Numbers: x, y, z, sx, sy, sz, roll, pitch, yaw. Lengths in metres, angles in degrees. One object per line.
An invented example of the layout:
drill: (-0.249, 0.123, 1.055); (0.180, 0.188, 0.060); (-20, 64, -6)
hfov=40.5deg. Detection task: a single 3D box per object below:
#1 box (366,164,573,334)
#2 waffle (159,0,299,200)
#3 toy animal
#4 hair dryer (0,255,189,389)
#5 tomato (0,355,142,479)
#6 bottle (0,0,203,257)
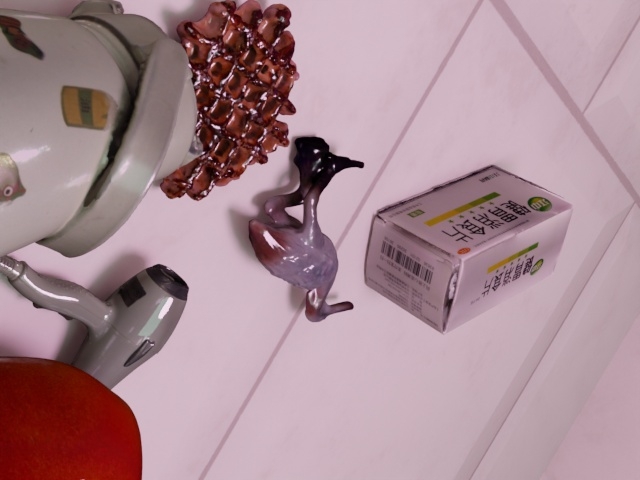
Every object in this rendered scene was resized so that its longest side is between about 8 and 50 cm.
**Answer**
box: (0.243, 0.007, 1.418); (0.333, 0.173, 0.145); (-22, 130, -39)
waffle: (-0.107, -0.162, 0.988); (0.221, 0.055, 0.234); (-33, 142, -33)
toy animal: (-0.015, 0.020, 1.193); (0.195, 0.090, 0.324); (-30, 134, -33)
hair dryer: (-0.298, 0.115, 0.966); (0.267, 0.092, 0.229); (12, 112, -38)
tomato: (-0.319, 0.262, 0.874); (0.298, 0.226, 0.299); (-11, 123, -18)
bottle: (-0.247, -0.092, 0.749); (0.351, 0.229, 0.229); (-23, 132, -49)
